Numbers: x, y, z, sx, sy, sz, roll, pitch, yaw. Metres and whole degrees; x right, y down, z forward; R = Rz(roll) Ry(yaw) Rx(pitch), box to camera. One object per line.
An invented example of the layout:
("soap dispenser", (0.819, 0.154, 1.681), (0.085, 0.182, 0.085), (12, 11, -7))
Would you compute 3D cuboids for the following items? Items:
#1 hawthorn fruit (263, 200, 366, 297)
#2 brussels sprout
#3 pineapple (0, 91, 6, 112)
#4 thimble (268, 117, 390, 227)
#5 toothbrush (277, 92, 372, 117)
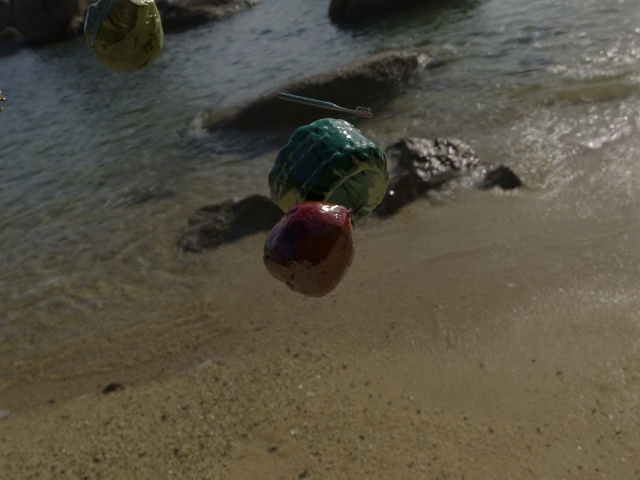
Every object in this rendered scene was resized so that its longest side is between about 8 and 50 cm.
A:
("hawthorn fruit", (0.000, 0.000, 1.293), (0.235, 0.181, 0.181), (-45, 31, -9))
("brussels sprout", (-0.423, -0.460, 1.430), (0.181, 0.161, 0.144), (-42, -4, 33))
("pineapple", (-0.573, -0.211, 1.022), (0.137, 0.116, 0.069), (-41, 66, -10))
("thimble", (0.027, -0.139, 1.478), (0.167, 0.254, 0.288), (47, 24, 24))
("toothbrush", (0.005, -0.215, 1.028), (0.167, 0.014, 0.011), (17, 64, 23))
